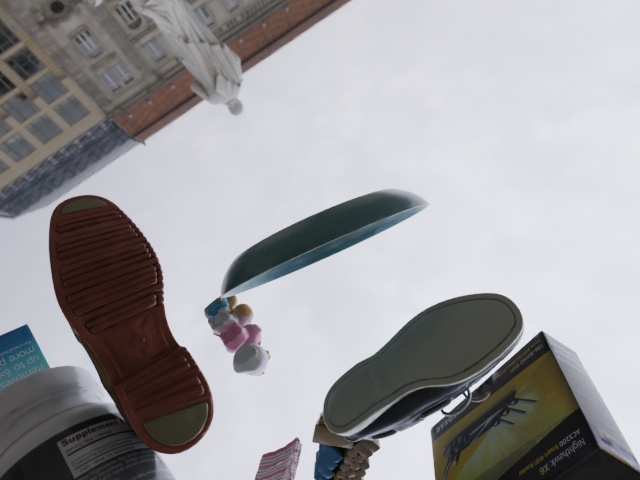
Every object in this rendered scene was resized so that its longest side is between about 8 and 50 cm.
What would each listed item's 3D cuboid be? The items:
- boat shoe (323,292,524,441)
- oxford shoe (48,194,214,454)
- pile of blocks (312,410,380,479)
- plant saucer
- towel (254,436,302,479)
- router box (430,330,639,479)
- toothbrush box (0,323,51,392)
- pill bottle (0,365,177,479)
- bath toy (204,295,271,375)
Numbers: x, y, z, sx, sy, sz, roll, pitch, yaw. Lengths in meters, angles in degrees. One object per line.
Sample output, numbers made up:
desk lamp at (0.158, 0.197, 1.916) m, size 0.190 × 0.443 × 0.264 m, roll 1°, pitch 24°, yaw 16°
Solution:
boat shoe at (0.118, 0.153, 0.486) m, size 0.254 × 0.079 × 0.095 m, roll -42°, pitch -144°, yaw 16°
oxford shoe at (-0.297, 0.124, 0.639) m, size 0.141 × 0.396 × 0.146 m, roll -17°, pitch 167°, yaw -37°
pile of blocks at (0.052, 0.410, 0.920) m, size 0.149 × 0.362 × 0.112 m, roll 13°, pitch -162°, yaw -3°
plant saucer at (0.000, 0.000, 0.621) m, size 0.318 × 0.317 × 0.043 m, roll -25°, pitch -96°, yaw 10°
towel at (-0.130, 0.656, 1.242) m, size 0.144 × 0.029 × 0.197 m, roll -29°, pitch -176°, yaw 8°
router box at (0.308, 0.332, 0.693) m, size 0.308 × 0.081 × 0.243 m, roll -56°, pitch -174°, yaw 25°
toothbrush box at (-0.664, 0.359, 0.896) m, size 0.216 × 0.295 × 0.126 m, roll -27°, pitch -177°, yaw -43°
pill bottle at (-0.318, 0.363, 0.593) m, size 0.210 × 0.210 × 0.363 m, roll -45°, pitch -117°, yaw -11°
bath toy at (-0.258, 0.315, 1.422) m, size 0.151 × 0.129 × 0.348 m, roll -36°, pitch -140°, yaw -10°
